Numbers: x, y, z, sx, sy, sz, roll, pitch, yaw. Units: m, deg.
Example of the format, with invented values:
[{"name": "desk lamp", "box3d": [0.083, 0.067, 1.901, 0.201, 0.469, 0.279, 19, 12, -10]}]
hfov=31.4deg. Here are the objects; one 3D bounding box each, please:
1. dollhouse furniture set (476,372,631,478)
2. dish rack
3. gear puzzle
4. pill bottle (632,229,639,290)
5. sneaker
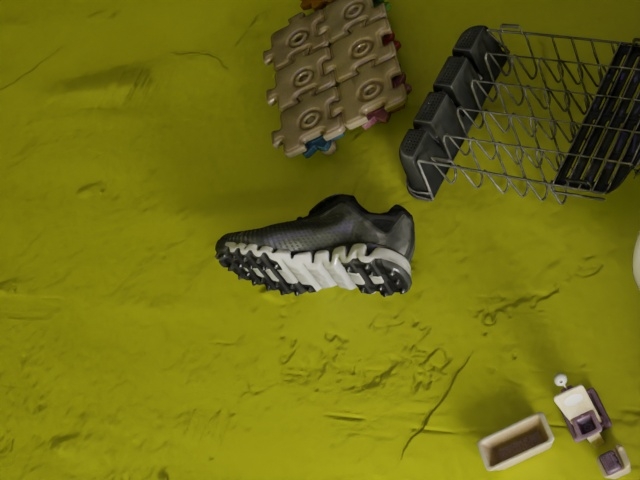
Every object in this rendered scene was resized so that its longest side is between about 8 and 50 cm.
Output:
[{"name": "dollhouse furniture set", "box3d": [0.185, 0.166, 0.955, 0.114, 0.081, 0.091, -28, 46, 11]}, {"name": "dish rack", "box3d": [0.225, -0.126, 1.168, 0.272, 0.074, 0.208, 13, 66, 37]}, {"name": "gear puzzle", "box3d": [0.015, -0.232, 1.406, 0.175, 0.044, 0.339, -24, 44, 17]}, {"name": "pill bottle", "box3d": [0.385, 0.060, 0.855, 0.161, 0.161, 0.283, -40, 45, 0]}, {"name": "sneaker", "box3d": [0.000, 0.000, 1.209, 0.234, 0.078, 0.106, 2, 55, 29]}]
